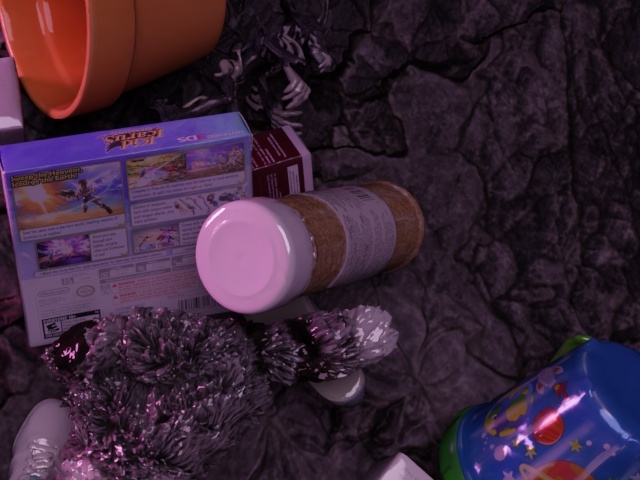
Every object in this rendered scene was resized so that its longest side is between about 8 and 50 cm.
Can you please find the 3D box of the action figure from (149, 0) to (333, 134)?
[{"bbox_3d":[-0.068,-0.194,1.627,0.276,0.164,0.141,-37,72,-9],"label":"action figure"}]

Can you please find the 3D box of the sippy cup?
[{"bbox_3d":[0.293,0.237,1.492,0.240,0.224,0.305,10,44,-39],"label":"sippy cup"}]

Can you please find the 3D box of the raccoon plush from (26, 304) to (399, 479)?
[{"bbox_3d":[-0.122,0.231,1.391,0.447,0.216,0.299,-12,66,6],"label":"raccoon plush"}]

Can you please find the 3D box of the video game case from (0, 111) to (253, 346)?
[{"bbox_3d":[-0.211,-0.011,1.460,0.270,0.244,0.061,-10,39,-15],"label":"video game case"}]

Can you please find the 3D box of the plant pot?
[{"bbox_3d":[-0.248,-0.303,1.569,0.204,0.291,0.290,-12,77,-31],"label":"plant pot"}]

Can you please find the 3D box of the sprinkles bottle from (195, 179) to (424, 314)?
[{"bbox_3d":[0.000,0.000,1.490,0.121,0.355,0.121,4,98,27],"label":"sprinkles bottle"}]

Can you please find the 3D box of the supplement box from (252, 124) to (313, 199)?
[{"bbox_3d":[-0.129,-0.041,1.575,0.240,0.130,0.073,-18,43,-16],"label":"supplement box"}]

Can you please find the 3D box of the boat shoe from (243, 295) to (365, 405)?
[{"bbox_3d":[-0.026,0.116,1.583,0.079,0.081,0.227,-38,68,-6],"label":"boat shoe"}]

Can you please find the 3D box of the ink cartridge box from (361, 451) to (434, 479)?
[{"bbox_3d":[0.046,0.445,1.484,0.207,0.119,0.353,41,71,1],"label":"ink cartridge box"}]

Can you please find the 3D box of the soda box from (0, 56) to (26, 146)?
[{"bbox_3d":[-0.503,-0.148,1.556,0.286,0.091,0.098,-7,76,-13],"label":"soda box"}]

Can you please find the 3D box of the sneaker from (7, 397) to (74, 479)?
[{"bbox_3d":[-0.325,0.279,1.470,0.080,0.094,0.212,17,72,-5],"label":"sneaker"}]
